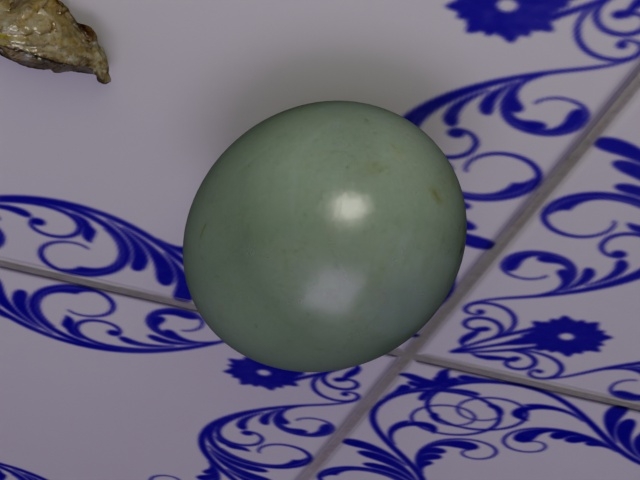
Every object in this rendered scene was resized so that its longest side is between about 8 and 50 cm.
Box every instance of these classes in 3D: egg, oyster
[{"bbox_3d":[0.000,0.000,0.944,0.149,0.149,0.192,20,148,-22],"label":"egg"},{"bbox_3d":[-0.156,-0.113,0.913,0.081,0.038,0.083,10,178,15],"label":"oyster"}]
